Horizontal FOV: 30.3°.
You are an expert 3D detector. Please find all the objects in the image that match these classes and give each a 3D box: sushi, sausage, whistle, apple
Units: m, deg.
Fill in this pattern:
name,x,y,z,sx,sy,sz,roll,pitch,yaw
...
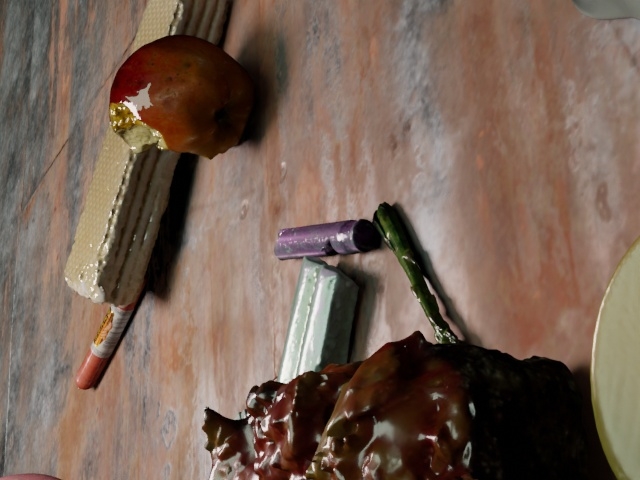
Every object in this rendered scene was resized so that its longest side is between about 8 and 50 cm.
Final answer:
name,x,y,z,sx,sy,sz,roll,pitch,yaw
sushi,0.048,0.179,0.826,0.343,0.182,0.196,-31,59,58
sausage,-0.291,0.125,1.643,0.253,0.034,0.034,-59,33,31
whistle,0.000,0.000,1.144,0.176,0.033,0.033,-6,74,62
apple,-0.156,-0.168,1.385,0.158,0.156,0.147,7,86,34

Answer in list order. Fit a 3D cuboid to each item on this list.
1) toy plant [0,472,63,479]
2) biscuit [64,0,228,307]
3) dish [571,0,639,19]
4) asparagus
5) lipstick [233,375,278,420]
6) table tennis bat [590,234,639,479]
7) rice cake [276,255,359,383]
name,x,y,z,sx,sy,sz,roll,pitch,yaw
toy plant,-0.342,0.420,1.376,0.356,0.317,0.210,33,140,59
biscuit,-0.230,-0.124,1.545,0.144,0.078,0.426,17,90,62
dish,0.213,-0.259,0.797,0.229,0.081,0.229,-33,51,53
asparagus,0.084,0.038,0.984,0.233,0.023,0.022,-116,1,-50
lipstick,-0.065,0.176,1.204,0.107,0.025,0.025,-57,33,25
table tennis bat,0.221,0.125,0.634,0.198,0.050,0.321,8,91,47
rice cake,-0.012,0.129,1.103,0.085,0.040,0.226,9,87,63
